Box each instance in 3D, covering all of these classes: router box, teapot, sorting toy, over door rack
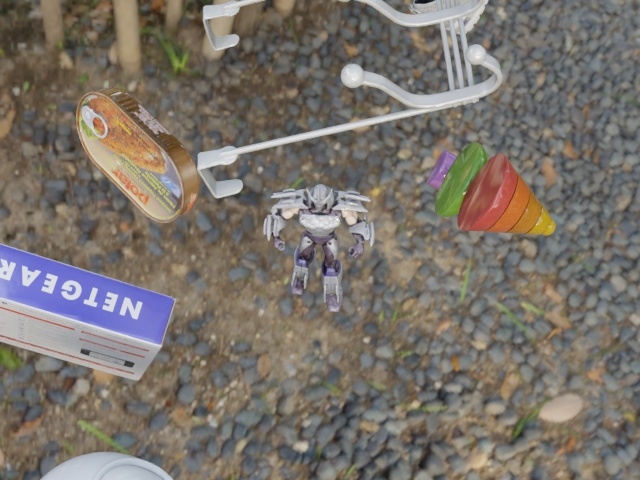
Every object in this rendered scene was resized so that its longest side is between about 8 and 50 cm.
[{"bbox_3d":[-0.423,0.119,1.578,0.336,0.301,0.082,19,67,-12],"label":"router box"},{"bbox_3d":[-0.262,0.382,1.299,0.252,0.187,0.256,47,30,-5],"label":"teapot"},{"bbox_3d":[0.264,-0.066,1.497,0.126,0.365,0.127,27,97,-10],"label":"sorting toy"},{"bbox_3d":[0.004,-0.205,0.978,0.324,0.108,0.239,-18,53,22],"label":"over door rack"}]

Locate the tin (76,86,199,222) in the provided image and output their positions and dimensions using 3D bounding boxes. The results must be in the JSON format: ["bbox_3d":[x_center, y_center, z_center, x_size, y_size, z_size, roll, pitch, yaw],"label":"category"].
[{"bbox_3d":[-0.217,-0.102,1.154,0.190,0.106,0.040,44,41,16],"label":"tin"}]

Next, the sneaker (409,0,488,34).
[{"bbox_3d":[0.231,-0.456,1.513,0.115,0.281,0.105,6,31,-26],"label":"sneaker"}]

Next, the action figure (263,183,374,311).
[{"bbox_3d":[0.000,0.000,1.675,0.185,0.285,0.099,11,54,8],"label":"action figure"}]
